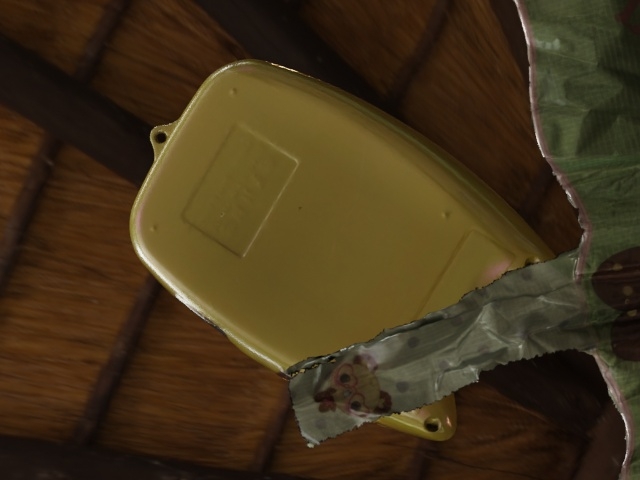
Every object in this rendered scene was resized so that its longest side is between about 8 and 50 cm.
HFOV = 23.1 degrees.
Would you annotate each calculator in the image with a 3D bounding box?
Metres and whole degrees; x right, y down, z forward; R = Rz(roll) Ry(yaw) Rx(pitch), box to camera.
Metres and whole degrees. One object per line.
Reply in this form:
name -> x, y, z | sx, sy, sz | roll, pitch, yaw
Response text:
calculator -> 0.000, 0.000, 0.863 | 0.236, 0.033, 0.157 | 32, -82, 13

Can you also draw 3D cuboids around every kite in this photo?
kite -> 0.121, 0.013, 0.443 | 0.268, 0.013, 0.322 | -13, -81, 2
